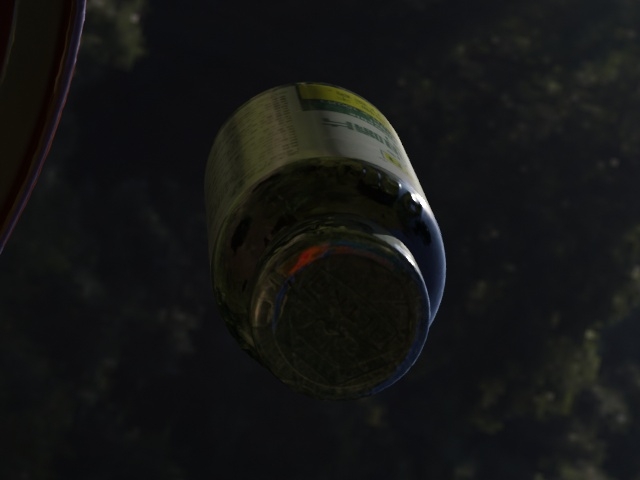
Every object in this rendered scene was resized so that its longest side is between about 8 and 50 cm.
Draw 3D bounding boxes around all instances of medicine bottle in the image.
[{"bbox_3d":[0.000,0.000,1.220,0.293,0.141,0.141,-102,-152,-72],"label":"medicine bottle"}]

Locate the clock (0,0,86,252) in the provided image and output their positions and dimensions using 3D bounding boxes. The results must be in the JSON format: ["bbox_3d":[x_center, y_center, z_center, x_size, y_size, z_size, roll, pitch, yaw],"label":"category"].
[{"bbox_3d":[-0.196,-0.064,0.735,0.318,0.080,0.318,-54,157,-35],"label":"clock"}]
